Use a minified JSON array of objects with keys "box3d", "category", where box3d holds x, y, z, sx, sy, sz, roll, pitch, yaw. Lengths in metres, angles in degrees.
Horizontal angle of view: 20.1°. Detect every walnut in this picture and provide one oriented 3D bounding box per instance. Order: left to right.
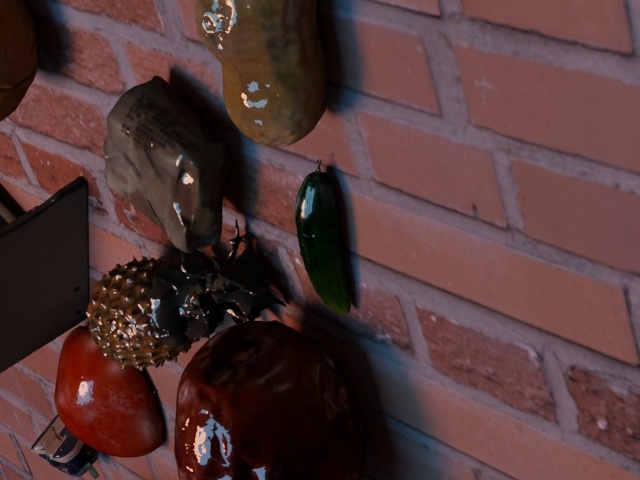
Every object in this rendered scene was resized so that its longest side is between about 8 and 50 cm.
[{"box3d":[-0.366,-0.192,1.774,0.207,0.167,0.167,32,144,36],"category":"walnut"}]

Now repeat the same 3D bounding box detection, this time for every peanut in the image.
[{"box3d":[-0.041,-0.161,1.354,0.099,0.099,0.214,35,152,36],"category":"peanut"}]

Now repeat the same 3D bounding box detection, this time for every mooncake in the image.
[{"box3d":[-0.130,-0.069,1.606,0.125,0.073,0.130,41,147,26],"category":"mooncake"}]

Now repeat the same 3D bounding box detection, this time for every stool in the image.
[{"box3d":[-0.396,-0.020,1.999,0.243,0.170,0.270,43,150,23],"category":"stool"}]

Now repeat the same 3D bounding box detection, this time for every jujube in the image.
[{"box3d":[-0.049,0.195,1.635,0.183,0.183,0.243,25,141,46],"category":"jujube"}]

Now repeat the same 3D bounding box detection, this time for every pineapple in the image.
[{"box3d":[-0.125,0.060,1.724,0.251,0.125,0.125,-19,102,52],"category":"pineapple"}]

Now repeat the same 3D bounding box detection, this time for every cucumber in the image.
[{"box3d":[0.000,0.000,1.507,0.039,0.039,0.168,33,147,39],"category":"cucumber"}]

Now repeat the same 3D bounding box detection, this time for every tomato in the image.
[{"box3d":[-0.264,0.179,2.091,0.166,0.082,0.174,34,148,39],"category":"tomato"}]

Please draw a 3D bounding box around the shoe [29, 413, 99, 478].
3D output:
[{"box3d":[-0.327,0.268,2.323,0.071,0.064,0.143,46,163,-21],"category":"shoe"}]
